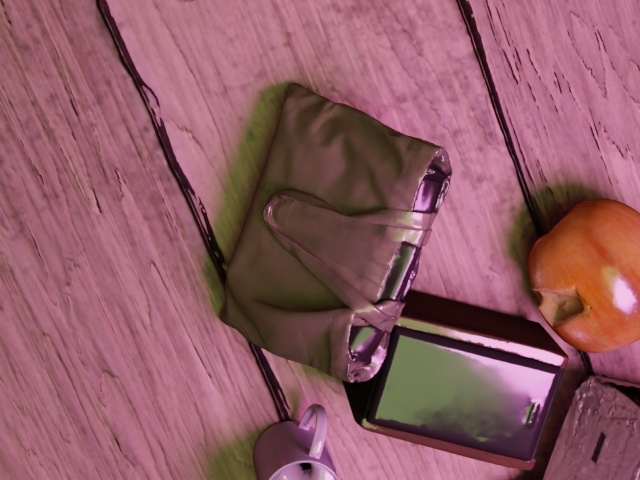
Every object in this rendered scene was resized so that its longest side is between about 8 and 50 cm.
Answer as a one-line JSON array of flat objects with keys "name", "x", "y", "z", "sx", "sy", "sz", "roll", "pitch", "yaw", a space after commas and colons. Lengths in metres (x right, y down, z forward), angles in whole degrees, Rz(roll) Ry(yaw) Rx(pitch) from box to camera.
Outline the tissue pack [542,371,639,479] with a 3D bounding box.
[{"name": "tissue pack", "x": 0.487, "y": 0.308, "z": 1.502, "sx": 0.370, "sy": 0.198, "sz": 0.209, "roll": 14, "pitch": 104, "yaw": -22}]

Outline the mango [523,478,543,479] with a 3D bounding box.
[{"name": "mango", "x": 0.322, "y": 0.391, "z": 1.583, "sx": 0.191, "sy": 0.085, "sz": 0.122, "roll": 24, "pitch": 79, "yaw": -21}]

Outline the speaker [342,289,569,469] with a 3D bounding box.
[{"name": "speaker", "x": 0.161, "y": 0.163, "z": 1.446, "sx": 0.231, "sy": 0.192, "sz": 0.153, "roll": 14, "pitch": 101, "yaw": -8}]

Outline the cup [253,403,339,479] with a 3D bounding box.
[{"name": "cup", "x": -0.018, "y": 0.284, "z": 1.473, "sx": 0.136, "sy": 0.133, "sz": 0.099, "roll": -43, "pitch": 105, "yaw": 3}]

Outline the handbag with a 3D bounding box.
[{"name": "handbag", "x": 0.004, "y": -0.002, "z": 1.364, "sx": 0.109, "sy": 0.253, "sz": 0.315, "roll": 9, "pitch": 103, "yaw": -51}]

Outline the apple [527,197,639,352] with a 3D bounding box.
[{"name": "apple", "x": 0.348, "y": 0.042, "z": 1.455, "sx": 0.199, "sy": 0.199, "sz": 0.199, "roll": -2, "pitch": 104, "yaw": -8}]
